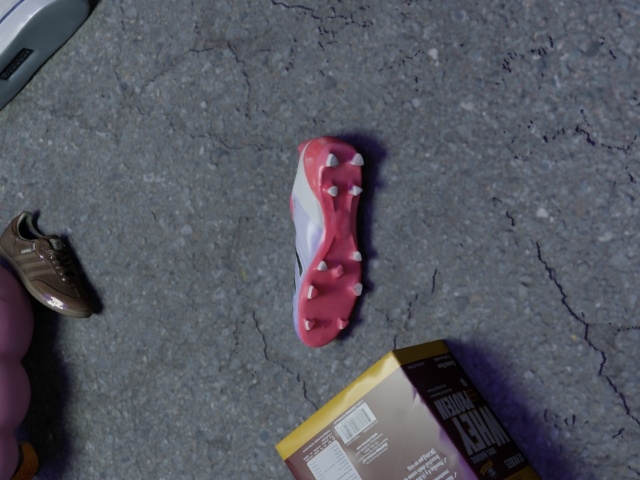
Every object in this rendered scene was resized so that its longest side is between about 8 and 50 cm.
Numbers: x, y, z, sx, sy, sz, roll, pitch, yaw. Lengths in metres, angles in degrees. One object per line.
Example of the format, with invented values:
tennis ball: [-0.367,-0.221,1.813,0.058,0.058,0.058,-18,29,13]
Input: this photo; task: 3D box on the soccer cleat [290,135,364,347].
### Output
soccer cleat: [0.000,0.000,1.352,0.095,0.083,0.248,21,109,58]

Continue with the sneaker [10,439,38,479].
sneaker: [-0.518,0.322,1.650,0.262,0.099,0.121,-28,73,27]

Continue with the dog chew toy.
dog chew toy: [-0.482,0.191,1.539,0.206,0.206,0.332,-21,70,29]

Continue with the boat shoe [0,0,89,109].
boat shoe: [-0.491,-0.279,1.592,0.367,0.136,0.156,-38,73,23]

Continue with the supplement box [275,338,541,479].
supplement box: [0.096,0.246,1.262,0.191,0.129,0.194,-42,71,24]

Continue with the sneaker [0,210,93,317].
sneaker: [-0.374,0.032,1.570,0.188,0.066,0.071,37,108,24]
